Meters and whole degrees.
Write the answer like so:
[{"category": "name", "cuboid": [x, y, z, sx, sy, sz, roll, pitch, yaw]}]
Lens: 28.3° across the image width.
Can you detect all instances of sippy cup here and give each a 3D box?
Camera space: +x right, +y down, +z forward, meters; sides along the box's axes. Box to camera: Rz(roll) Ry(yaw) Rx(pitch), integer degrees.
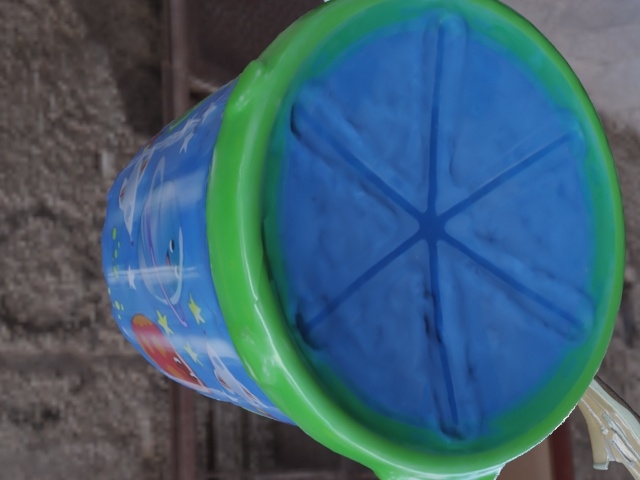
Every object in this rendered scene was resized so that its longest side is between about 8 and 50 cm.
[{"category": "sippy cup", "cuboid": [0.000, 0.000, 0.672, 0.240, 0.305, 0.224, 41, 155, -25]}]

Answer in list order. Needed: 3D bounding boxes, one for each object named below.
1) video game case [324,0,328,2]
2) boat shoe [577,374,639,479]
[{"category": "video game case", "cuboid": [0.023, -0.227, 1.202, 0.022, 0.173, 0.190, -22, 130, 10]}, {"category": "boat shoe", "cuboid": [0.309, 0.210, 1.324, 0.072, 0.190, 0.068, -45, 169, 3]}]
